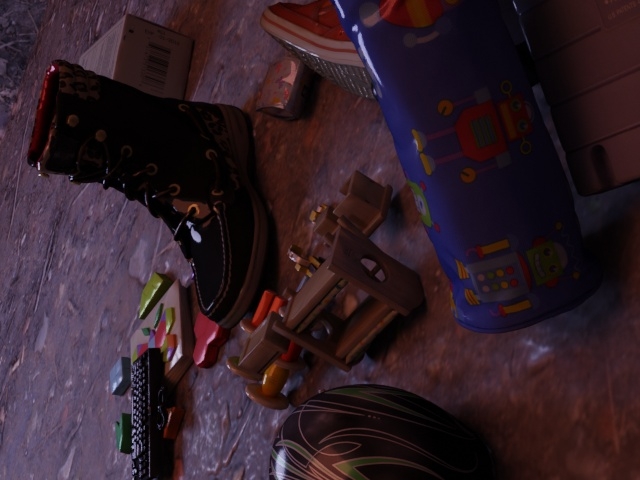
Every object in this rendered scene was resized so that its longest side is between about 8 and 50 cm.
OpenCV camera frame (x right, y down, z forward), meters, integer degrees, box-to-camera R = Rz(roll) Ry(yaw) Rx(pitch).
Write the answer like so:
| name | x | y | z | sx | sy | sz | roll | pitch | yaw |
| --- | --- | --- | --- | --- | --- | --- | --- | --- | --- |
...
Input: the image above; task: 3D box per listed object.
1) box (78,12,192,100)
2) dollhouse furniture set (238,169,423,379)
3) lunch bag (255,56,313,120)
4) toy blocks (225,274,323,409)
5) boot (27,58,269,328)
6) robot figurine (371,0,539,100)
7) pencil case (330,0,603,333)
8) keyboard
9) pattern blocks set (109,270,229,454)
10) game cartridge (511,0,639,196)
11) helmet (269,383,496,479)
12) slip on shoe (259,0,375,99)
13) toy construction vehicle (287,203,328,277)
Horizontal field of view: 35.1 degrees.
| name | x | y | z | sx | sy | sz | roll | pitch | yaw |
| --- | --- | --- | --- | --- | --- | --- | --- | --- | --- |
| box | -0.333 | -0.269 | 1.746 | 0.232 | 0.126 | 0.149 | -16 | 62 | 57 |
| dollhouse furniture set | 0.019 | 0.051 | 1.045 | 0.182 | 0.101 | 0.161 | -49 | 16 | 38 |
| lunch bag | -0.042 | -0.191 | 1.283 | 0.083 | 0.053 | 0.071 | 0 | 73 | 70 |
| toy blocks | -0.046 | 0.098 | 1.140 | 0.123 | 0.054 | 0.148 | 42 | 112 | 58 |
| boot | -0.220 | -0.071 | 1.288 | 0.138 | 0.284 | 0.378 | -48 | 37 | 38 |
| robot figurine | 0.137 | -0.235 | 0.878 | 0.173 | 0.209 | 0.278 | -158 | 86 | -77 |
| pencil case | 0.106 | -0.085 | 0.754 | 0.133 | 0.119 | 0.306 | -144 | 30 | -76 |
| keyboard | -0.237 | 0.239 | 1.386 | 0.108 | 0.023 | 0.180 | -35 | 53 | 47 |
| pattern blocks set | -0.231 | 0.160 | 1.457 | 0.325 | 0.026 | 0.285 | -59 | 32 | 26 |
| game cartridge | 0.271 | -0.182 | 0.634 | 0.355 | 0.068 | 0.230 | -21 | 82 | 55 |
| helmet | 0.042 | 0.195 | 0.826 | 0.169 | 0.161 | 0.170 | -35 | 47 | 48 |
| slip on shoe | 0.040 | -0.224 | 1.104 | 0.101 | 0.123 | 0.331 | -59 | 33 | -2 |
| toy construction vehicle | 0.000 | 0.000 | 1.129 | 0.086 | 0.035 | 0.098 | -66 | 30 | 12 |
